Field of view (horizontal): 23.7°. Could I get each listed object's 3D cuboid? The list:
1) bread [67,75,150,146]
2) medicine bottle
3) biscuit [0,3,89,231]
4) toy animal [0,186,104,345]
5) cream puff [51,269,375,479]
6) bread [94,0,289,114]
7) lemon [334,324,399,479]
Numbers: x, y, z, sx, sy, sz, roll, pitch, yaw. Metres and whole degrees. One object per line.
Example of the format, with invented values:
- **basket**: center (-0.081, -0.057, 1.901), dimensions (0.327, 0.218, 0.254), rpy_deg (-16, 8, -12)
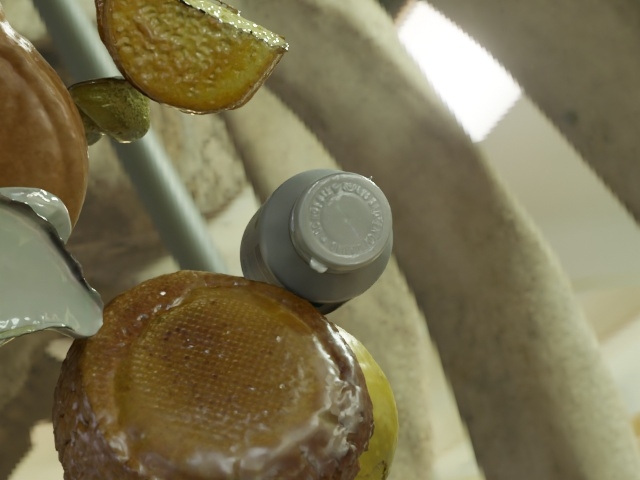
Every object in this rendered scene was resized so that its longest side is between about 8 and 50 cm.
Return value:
- **bread**: center (-0.274, -0.144, 1.837), dimensions (0.149, 0.065, 0.188), rpy_deg (-15, -8, -5)
- **medicine bottle**: center (0.000, 0.000, 1.515), dimensions (0.135, 0.135, 0.215), rpy_deg (-8, -8, -14)
- **biscuit**: center (-0.455, -0.135, 1.625), dimensions (0.350, 0.455, 0.078), rpy_deg (-49, 10, 9)
- **toy animal**: center (-0.353, 0.033, 1.325), dimensions (0.289, 0.174, 0.249), rpy_deg (-10, -1, 21)
- **cream puff**: center (-0.104, 0.172, 1.432), dimensions (0.303, 0.303, 0.212), rpy_deg (-9, -37, -11)
- **bread**: center (-0.159, -0.219, 1.737), dimensions (0.229, 0.139, 0.143), rpy_deg (25, 5, -10)
- **lemon**: center (-0.042, 0.234, 1.891), dimensions (0.297, 0.297, 0.297), rpy_deg (-12, -20, -4)
